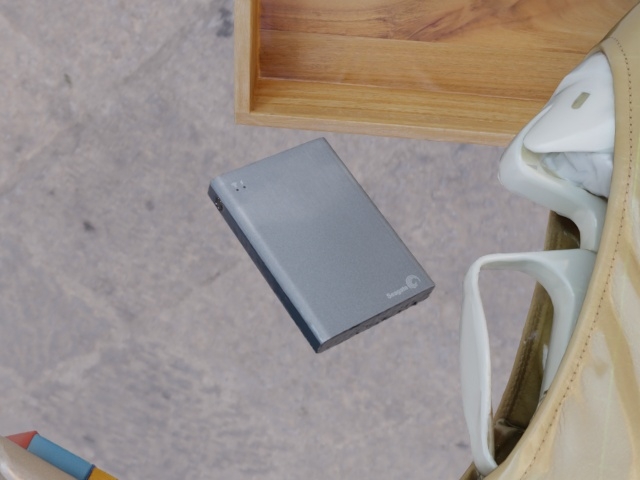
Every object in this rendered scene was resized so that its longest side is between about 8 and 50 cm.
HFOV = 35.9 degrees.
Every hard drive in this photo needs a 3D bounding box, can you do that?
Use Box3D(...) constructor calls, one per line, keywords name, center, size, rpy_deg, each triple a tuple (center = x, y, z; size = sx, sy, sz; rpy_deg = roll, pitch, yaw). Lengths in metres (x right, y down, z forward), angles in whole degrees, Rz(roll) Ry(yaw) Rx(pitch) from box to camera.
Box3D(name="hard drive", center=(0.000, 0.000, 0.651), size=(0.135, 0.094, 0.022), rpy_deg=(54, 149, 20))

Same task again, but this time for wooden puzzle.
Box3D(name="wooden puzzle", center=(-0.196, 0.208, 0.791), size=(0.221, 0.044, 0.238), rpy_deg=(38, 153, -24))

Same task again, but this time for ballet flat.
Box3D(name="ballet flat", center=(0.092, -0.001, 0.349), size=(0.073, 0.232, 0.080), rpy_deg=(15, 160, -2))

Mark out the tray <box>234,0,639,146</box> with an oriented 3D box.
Box3D(name="tray", center=(0.139, -0.179, 0.792), size=(0.410, 0.076, 0.203), rpy_deg=(5, 132, 1))
